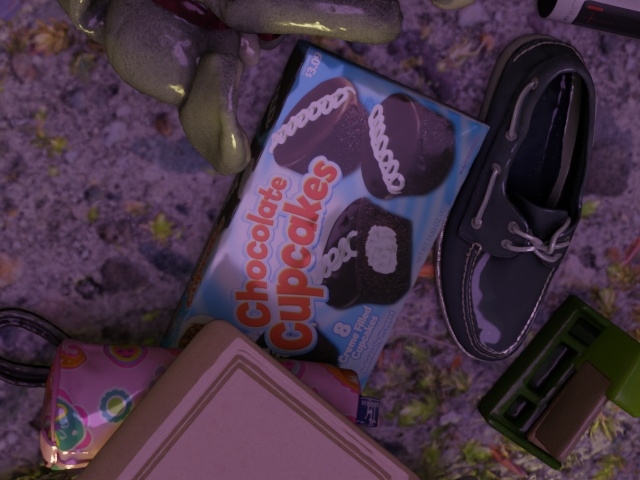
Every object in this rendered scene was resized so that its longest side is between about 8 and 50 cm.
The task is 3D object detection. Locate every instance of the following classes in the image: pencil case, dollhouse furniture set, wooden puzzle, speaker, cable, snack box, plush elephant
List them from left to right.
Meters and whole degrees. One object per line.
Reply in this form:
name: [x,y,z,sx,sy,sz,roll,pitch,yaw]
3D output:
cable: [-0.179,0.144,1.374,0.287,0.072,0.139,43,89,-20]
pencil case: [-0.099,0.157,1.310,0.284,0.124,0.124,8,104,-9]
plush elephant: [-0.073,-0.209,1.216,0.330,0.272,0.255,-20,156,-38]
wooden puzzle: [-0.066,0.218,1.248,0.238,0.044,0.221,40,89,-7]
snack box: [0.000,0.000,1.377,0.187,0.060,0.322,22,101,-16]
speaker: [0.270,-0.217,1.378,0.136,0.055,0.055,10,103,-16]
dollhouse furniture set: [0.334,0.213,1.443,0.301,0.197,0.151,35,95,-19]

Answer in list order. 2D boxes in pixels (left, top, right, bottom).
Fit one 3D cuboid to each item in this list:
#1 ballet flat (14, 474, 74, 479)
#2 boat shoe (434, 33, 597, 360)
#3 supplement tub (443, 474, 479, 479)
ballet flat: [-0.215,0.403,1.406,0.147,0.147,0.409,-18,107,-7]
boat shoe: [0.185,-0.028,1.390,0.116,0.099,0.320,7,105,-16]
supplement tub: [0.017,0.363,1.393,0.331,0.241,0.241,-16,109,-8]
